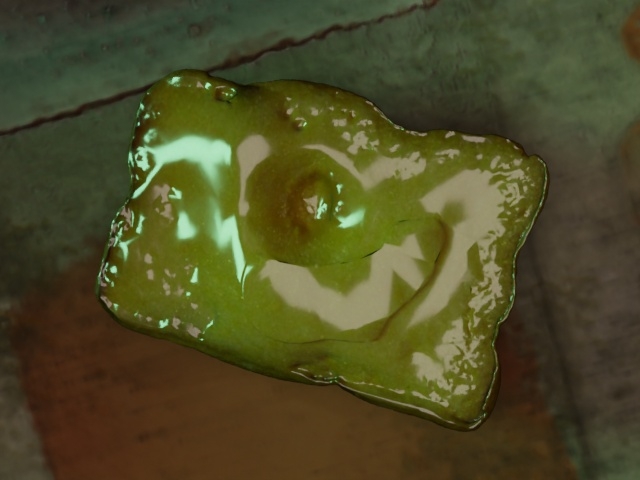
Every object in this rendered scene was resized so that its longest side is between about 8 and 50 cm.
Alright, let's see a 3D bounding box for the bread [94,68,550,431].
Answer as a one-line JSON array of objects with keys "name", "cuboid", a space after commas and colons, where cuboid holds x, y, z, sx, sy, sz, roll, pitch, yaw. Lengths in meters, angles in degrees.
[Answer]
[{"name": "bread", "cuboid": [0.000, 0.000, 0.870, 0.233, 0.088, 0.160, 17, 87, 4]}]
